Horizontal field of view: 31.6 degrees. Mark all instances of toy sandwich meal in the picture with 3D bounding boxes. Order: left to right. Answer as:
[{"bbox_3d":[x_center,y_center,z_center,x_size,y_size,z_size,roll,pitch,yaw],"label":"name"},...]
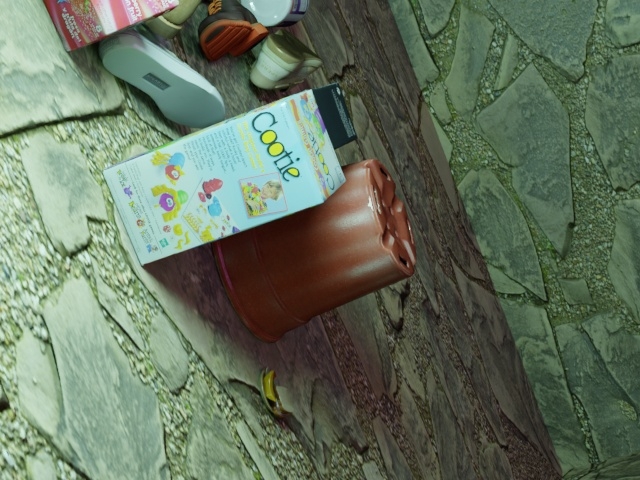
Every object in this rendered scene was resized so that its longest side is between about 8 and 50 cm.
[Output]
[{"bbox_3d":[-0.069,0.240,1.793,0.085,0.029,0.085,-18,90,-72],"label":"toy sandwich meal"}]

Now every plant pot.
[{"bbox_3d":[0.000,0.000,1.850,0.272,0.265,0.272,-19,90,-72],"label":"plant pot"}]

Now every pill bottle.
[{"bbox_3d":[-0.086,-0.496,2.339,0.193,0.108,0.108,-34,105,-72],"label":"pill bottle"}]

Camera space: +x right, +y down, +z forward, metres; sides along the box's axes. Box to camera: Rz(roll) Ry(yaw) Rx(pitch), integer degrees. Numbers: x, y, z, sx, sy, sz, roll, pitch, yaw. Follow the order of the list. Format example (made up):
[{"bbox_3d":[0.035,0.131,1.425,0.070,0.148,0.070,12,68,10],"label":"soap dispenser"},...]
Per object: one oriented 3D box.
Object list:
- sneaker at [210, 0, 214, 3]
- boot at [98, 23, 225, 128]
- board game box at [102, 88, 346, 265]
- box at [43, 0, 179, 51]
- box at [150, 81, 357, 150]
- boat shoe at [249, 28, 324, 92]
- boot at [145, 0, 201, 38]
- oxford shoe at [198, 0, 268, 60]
[{"bbox_3d":[-0.167,-0.492,2.065,0.240,0.126,0.091,-39,110,-71],"label":"sneaker"},{"bbox_3d":[-0.234,-0.273,1.695,0.258,0.095,0.123,37,37,-52],"label":"boot"},{"bbox_3d":[-0.127,-0.087,1.542,0.142,0.275,0.144,-46,116,-70],"label":"board game box"},{"bbox_3d":[-0.310,-0.395,1.482,0.128,0.122,0.257,-32,106,-35],"label":"box"},{"bbox_3d":[-0.097,-0.146,1.713,0.184,0.261,0.103,-30,101,-71],"label":"box"},{"bbox_3d":[-0.074,-0.352,2.263,0.109,0.098,0.302,39,16,1],"label":"boat shoe"},{"bbox_3d":[-0.265,-0.440,1.646,0.305,0.115,0.112,53,21,17],"label":"boot"},{"bbox_3d":[-0.177,-0.387,2.025,0.098,0.097,0.271,53,12,0],"label":"oxford shoe"}]
